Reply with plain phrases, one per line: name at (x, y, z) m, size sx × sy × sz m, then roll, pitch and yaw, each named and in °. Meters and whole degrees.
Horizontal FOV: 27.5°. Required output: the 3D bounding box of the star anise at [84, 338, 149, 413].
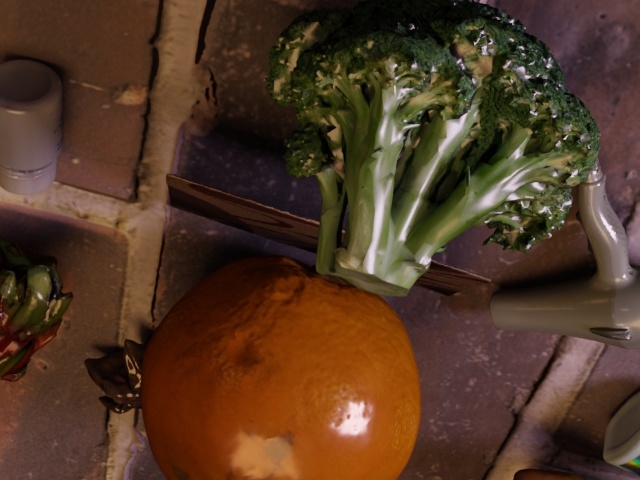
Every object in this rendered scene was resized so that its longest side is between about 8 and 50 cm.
star anise at (-0.185, 0.188, 1.637) m, size 0.212 × 0.073 × 0.197 m, roll 30°, pitch 138°, yaw -19°

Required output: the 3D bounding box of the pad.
pad at (0.000, 0.000, 1.345) m, size 0.330 × 0.004 × 0.220 m, roll 18°, pitch 172°, yaw -3°

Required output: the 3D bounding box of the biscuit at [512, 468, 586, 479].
biscuit at (0.373, 0.361, 1.608) m, size 0.237 × 0.062 × 0.290 m, roll 4°, pitch 150°, yaw 24°

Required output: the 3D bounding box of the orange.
orange at (-0.042, 0.164, 1.407) m, size 0.312 × 0.312 × 0.312 m, roll 8°, pitch 137°, yaw 8°

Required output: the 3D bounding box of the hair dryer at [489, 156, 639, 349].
hair dryer at (0.246, 0.015, 1.351) m, size 0.229 × 0.092 × 0.267 m, roll -23°, pitch 112°, yaw 41°

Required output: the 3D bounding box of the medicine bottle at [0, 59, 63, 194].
medicine bottle at (-0.306, -0.114, 1.349) m, size 0.080 × 0.080 × 0.130 m, roll 14°, pitch 137°, yaw 1°

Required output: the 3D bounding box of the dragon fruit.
dragon fruit at (-0.400, 0.062, 1.505) m, size 0.200 × 0.198 × 0.269 m, roll 48°, pitch 132°, yaw 4°

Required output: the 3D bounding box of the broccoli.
broccoli at (0.086, -0.079, 1.153) m, size 0.308 × 0.275 × 0.308 m, roll 21°, pitch 165°, yaw 6°

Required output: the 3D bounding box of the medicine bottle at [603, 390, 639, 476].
medicine bottle at (0.454, 0.252, 1.514) m, size 0.229 × 0.083 × 0.121 m, roll 23°, pitch 140°, yaw -10°
